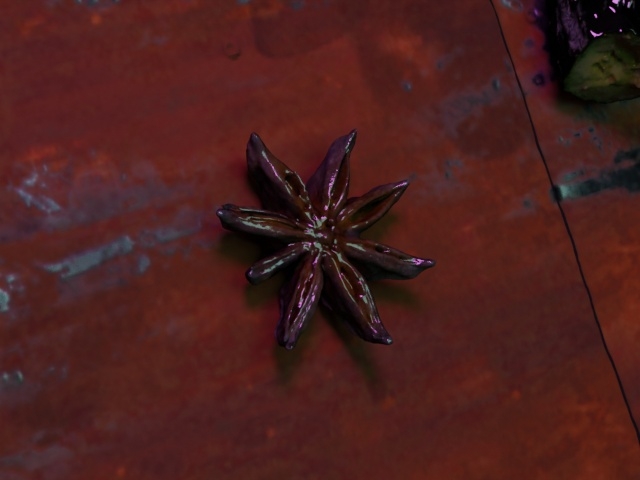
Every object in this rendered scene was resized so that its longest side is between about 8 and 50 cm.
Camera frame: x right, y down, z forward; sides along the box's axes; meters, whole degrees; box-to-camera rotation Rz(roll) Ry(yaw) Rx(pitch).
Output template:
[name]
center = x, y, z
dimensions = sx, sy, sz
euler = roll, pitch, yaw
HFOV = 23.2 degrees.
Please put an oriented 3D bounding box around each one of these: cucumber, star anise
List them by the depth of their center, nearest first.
[star anise]
center = 0.001, 0.000, 0.885
dimensions = 0.141, 0.042, 0.141
euler = 7, 74, -27
[cucumber]
center = 0.182, -0.241, 1.029
dimensions = 0.072, 0.081, 0.303
euler = 42, 44, -68
